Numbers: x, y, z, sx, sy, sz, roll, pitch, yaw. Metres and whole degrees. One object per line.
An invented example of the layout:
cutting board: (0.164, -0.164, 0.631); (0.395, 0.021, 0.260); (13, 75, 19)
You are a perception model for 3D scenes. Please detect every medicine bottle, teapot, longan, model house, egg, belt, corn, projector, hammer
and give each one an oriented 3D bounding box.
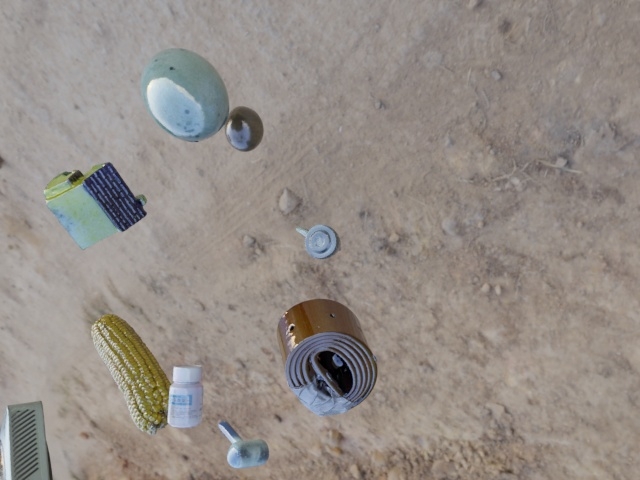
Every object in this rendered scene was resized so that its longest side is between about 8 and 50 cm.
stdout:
medicine bottle: (-0.209, 0.241, 0.795); (0.052, 0.089, 0.052); (2, 172, 0)
teapot: (0.007, -0.004, 1.388); (0.124, 0.092, 0.091); (58, -165, 21)
longan: (-0.183, -0.264, 1.212); (0.113, 0.092, 0.113); (166, 90, -72)
model house: (-0.609, -0.121, 1.415); (0.211, 0.170, 0.194); (-24, 118, 4)
egg: (-0.282, -0.302, 1.064); (0.236, 0.169, 0.169); (57, 157, 31)
belt: (0.018, 0.290, 1.233); (0.217, 0.122, 0.339); (-23, 132, 0)
corn: (-0.404, 0.273, 1.102); (0.313, 0.102, 0.102); (49, 152, 26)
projector: (-0.429, 0.397, 0.720); (0.259, 0.079, 0.257); (-53, 49, 40)
hammer: (-0.231, 0.559, 1.423); (0.116, 0.069, 0.194); (11, -173, -40)
